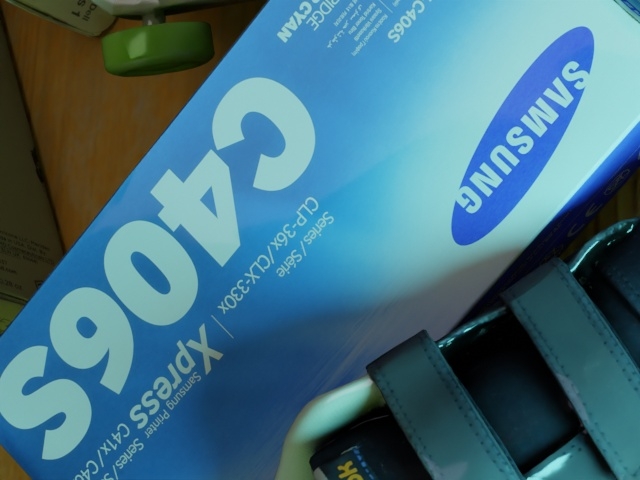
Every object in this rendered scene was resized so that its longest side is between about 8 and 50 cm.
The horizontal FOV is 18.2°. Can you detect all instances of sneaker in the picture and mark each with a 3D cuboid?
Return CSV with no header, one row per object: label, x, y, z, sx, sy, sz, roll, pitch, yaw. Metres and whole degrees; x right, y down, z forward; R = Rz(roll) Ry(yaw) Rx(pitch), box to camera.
sneaker,0.082,0.089,0.815,0.321,0.127,0.126,-47,51,16

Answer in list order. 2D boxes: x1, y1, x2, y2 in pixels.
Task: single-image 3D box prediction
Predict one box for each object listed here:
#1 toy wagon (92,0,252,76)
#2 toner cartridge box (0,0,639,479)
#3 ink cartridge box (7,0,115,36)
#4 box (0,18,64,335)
toy wagon,-0.005,-0.231,0.980,0.344,0.068,0.267,-8,90,16
toner cartridge box,0.000,0.000,0.909,0.165,0.075,0.348,44,106,15
ink cartridge box,-0.173,-0.242,1.154,0.219,0.092,0.160,41,103,40
box,-0.232,-0.051,1.141,0.113,0.094,0.275,-34,56,26
